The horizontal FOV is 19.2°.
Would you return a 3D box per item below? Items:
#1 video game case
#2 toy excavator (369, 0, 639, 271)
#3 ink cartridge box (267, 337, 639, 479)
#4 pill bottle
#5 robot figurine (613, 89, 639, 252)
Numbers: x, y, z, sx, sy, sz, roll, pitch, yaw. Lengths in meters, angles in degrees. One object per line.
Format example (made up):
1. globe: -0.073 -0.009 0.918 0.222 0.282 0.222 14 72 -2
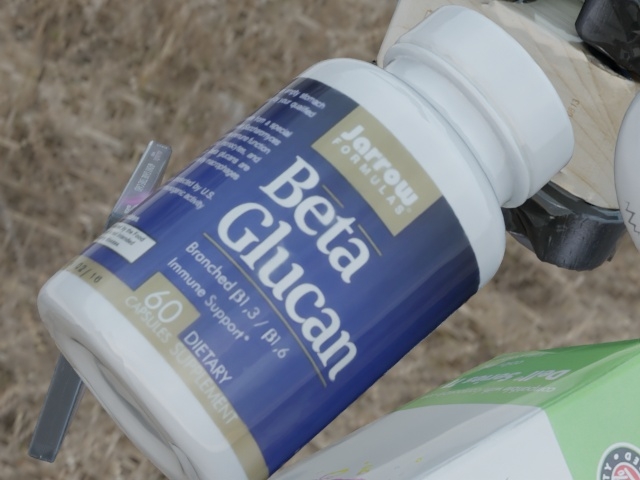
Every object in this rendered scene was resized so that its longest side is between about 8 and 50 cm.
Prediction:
1. video game case: -0.170 0.039 1.496 0.026 0.196 0.274 20 14 -3
2. toy excavator: 0.187 -0.208 1.599 0.433 0.222 0.445 34 30 20
3. ink cartridge box: 0.003 0.197 0.682 0.353 0.119 0.207 -25 97 -29
4. pill bottle: 0.000 0.000 0.619 0.169 0.094 0.094 -41 75 -16
5. robot figurine: 0.302 -0.055 1.102 0.173 0.278 0.209 34 59 -25
